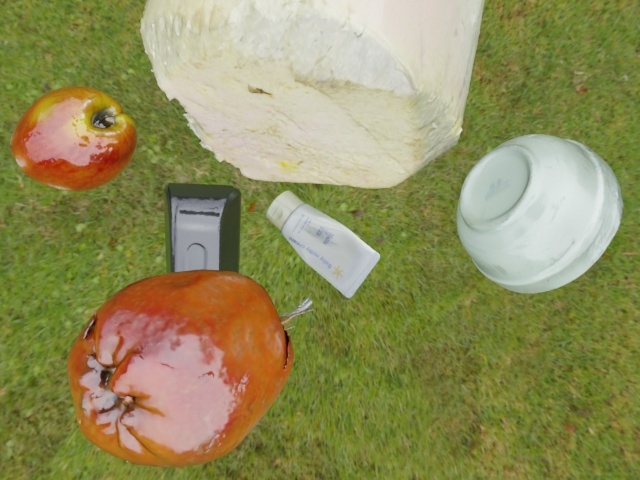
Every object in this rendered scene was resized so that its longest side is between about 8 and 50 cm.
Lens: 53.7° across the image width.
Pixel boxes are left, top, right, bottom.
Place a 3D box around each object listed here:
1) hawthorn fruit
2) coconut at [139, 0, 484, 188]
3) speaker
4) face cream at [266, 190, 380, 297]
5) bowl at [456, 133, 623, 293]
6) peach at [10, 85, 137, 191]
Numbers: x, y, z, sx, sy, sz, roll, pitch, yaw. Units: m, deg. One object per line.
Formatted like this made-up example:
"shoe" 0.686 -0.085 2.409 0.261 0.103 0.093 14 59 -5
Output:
"hawthorn fruit" -0.123 0.126 0.710 0.299 0.211 0.211 -22 94 -41
"coconut" 0.004 -0.223 0.571 0.297 0.297 0.310 12 70 -1
"speaker" -0.281 0.074 1.456 0.179 0.184 0.389 2 105 -2
"face cream" 0.000 0.000 1.193 0.224 0.070 0.114 42 120 16
"bowl" 0.377 -0.068 1.183 0.163 0.307 0.307 26 93 -32
"peach" -0.578 -0.233 1.494 0.280 0.281 0.238 -29 95 1
